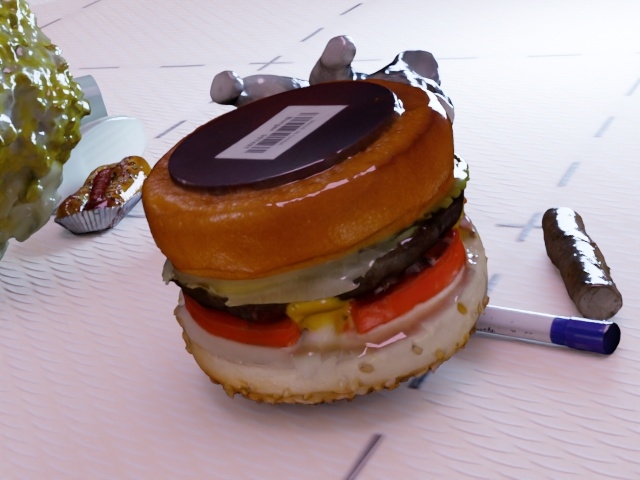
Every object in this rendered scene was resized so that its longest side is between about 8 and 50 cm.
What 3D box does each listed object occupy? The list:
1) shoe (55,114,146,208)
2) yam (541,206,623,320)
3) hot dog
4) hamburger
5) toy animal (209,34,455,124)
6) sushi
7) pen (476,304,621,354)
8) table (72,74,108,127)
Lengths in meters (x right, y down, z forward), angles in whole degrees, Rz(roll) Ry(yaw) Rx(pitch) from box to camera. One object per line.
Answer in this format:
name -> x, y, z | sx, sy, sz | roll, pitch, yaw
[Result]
shoe -> -0.371, -0.113, 2.085 | 0.110, 0.095, 0.265 | 8, 30, 38
yam -> 0.273, 0.019, 1.543 | 0.057, 0.056, 0.241 | -8, 21, 2
hot dog -> -0.290, -0.064, 1.981 | 0.108, 0.059, 0.191 | -8, 23, 15
hamburger -> 0.000, 0.000, 1.417 | 0.330, 0.250, 0.330 | -15, 23, 6
toy animal -> 0.048, -0.144, 1.833 | 0.303, 0.194, 0.344 | 1, -4, -39
sushi -> -0.493, -0.131, 1.774 | 0.396, 0.351, 0.240 | -45, -13, 24
pen -> 0.173, 0.078, 1.465 | 0.269, 0.033, 0.033 | 9, 28, 37
table -> -0.437, -0.164, 2.193 | 0.220, 0.126, 0.126 | -16, 23, -17
